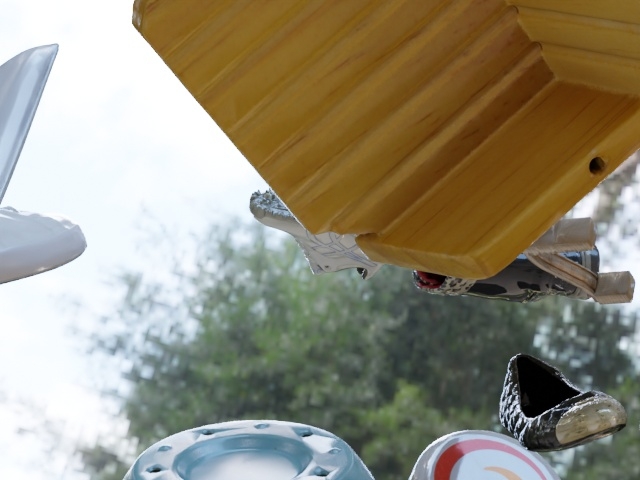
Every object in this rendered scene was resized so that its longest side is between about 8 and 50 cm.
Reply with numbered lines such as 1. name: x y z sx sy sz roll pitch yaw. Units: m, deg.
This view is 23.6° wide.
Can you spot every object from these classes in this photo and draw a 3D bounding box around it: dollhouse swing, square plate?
1. dollhouse swing: 0.108 -0.120 0.951 0.347 0.315 0.305 50 -3 -36
2. square plate: -0.432 -0.027 1.602 0.344 0.347 0.049 -26 -53 37

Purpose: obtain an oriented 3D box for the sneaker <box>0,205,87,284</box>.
1. sneaker: -0.279 -0.016 1.081 0.106 0.123 0.290 -16 -3 34

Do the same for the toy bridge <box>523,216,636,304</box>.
1. toy bridge: 0.189 -0.003 1.229 0.063 0.026 0.188 -5 -33 33

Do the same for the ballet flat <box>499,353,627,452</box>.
1. ballet flat: 0.142 0.100 0.946 0.057 0.049 0.173 -12 1 -9

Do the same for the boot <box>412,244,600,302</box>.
1. boot: 0.179 0.024 1.691 0.178 0.085 0.236 4 -1 -19

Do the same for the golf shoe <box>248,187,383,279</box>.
1. golf shoe: 0.000 0.000 1.538 0.176 0.069 0.086 13 -63 -28

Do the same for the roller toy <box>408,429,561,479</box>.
1. roller toy: 0.185 0.333 1.780 0.209 0.191 0.146 31 -46 14

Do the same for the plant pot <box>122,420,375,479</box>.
1. plant pot: -0.059 0.289 1.271 0.293 0.293 0.235 2 -74 19
